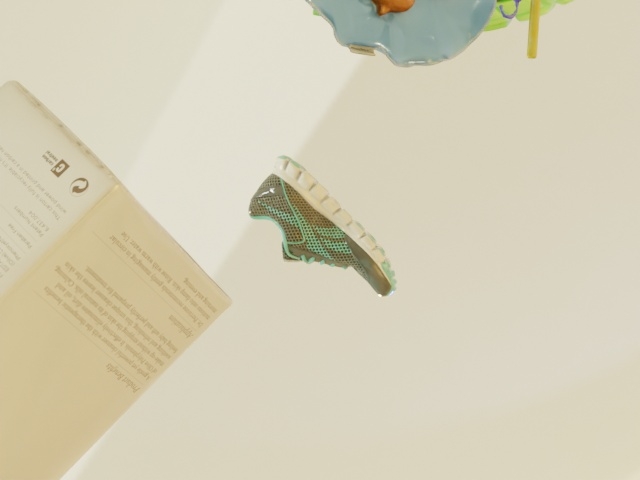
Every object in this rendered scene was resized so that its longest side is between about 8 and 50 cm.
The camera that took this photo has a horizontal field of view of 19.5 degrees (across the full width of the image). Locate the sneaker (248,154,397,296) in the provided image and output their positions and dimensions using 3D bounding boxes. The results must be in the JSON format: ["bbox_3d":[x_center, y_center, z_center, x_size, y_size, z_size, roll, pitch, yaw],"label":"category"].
[{"bbox_3d":[0.000,0.000,1.740,0.076,0.166,0.065,-45,-7,3],"label":"sneaker"}]

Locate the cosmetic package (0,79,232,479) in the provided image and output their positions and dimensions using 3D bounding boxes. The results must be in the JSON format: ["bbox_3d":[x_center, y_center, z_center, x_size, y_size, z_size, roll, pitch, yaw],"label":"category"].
[{"bbox_3d":[-0.265,0.094,1.324,0.365,0.155,0.197,-44,-36,-5],"label":"cosmetic package"}]

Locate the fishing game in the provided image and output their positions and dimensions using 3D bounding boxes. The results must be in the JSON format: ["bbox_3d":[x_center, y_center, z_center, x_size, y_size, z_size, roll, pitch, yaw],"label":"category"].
[{"bbox_3d":[0.053,-0.206,1.226,0.264,0.189,0.041,17,-17,-31],"label":"fishing game"}]

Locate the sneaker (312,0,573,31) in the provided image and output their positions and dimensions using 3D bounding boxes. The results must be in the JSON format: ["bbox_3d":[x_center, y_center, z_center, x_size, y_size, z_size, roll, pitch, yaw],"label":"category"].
[{"bbox_3d":[0.018,-0.279,1.384,0.482,0.185,0.202,6,-63,-16],"label":"sneaker"}]
